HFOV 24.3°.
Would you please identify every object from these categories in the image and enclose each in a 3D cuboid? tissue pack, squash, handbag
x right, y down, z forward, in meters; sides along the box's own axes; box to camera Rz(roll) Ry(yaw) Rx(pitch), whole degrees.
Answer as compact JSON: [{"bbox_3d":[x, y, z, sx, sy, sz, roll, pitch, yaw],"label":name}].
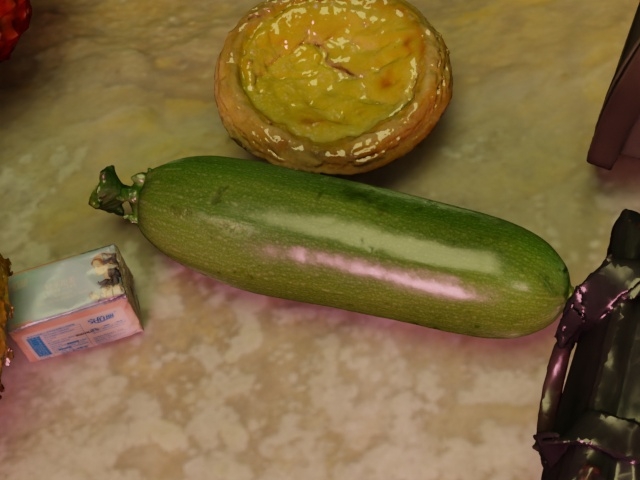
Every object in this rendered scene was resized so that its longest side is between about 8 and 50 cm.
[{"bbox_3d":[-0.187,0.048,1.121,0.094,0.074,0.059,-16,64,-2],"label":"tissue pack"},{"bbox_3d":[0.000,0.000,1.103,0.378,0.101,0.101,15,63,17],"label":"squash"},{"bbox_3d":[0.230,0.115,0.951,0.181,0.181,0.254,15,62,9],"label":"handbag"}]

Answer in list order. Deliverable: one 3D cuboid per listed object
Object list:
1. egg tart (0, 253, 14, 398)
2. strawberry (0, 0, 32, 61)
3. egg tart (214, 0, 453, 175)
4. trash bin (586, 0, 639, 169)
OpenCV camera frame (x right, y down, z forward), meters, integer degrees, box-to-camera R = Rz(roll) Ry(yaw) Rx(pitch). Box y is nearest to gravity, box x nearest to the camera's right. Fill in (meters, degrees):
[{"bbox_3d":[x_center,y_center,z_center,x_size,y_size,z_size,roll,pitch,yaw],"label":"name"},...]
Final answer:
[{"bbox_3d":[-0.278,0.056,1.078,0.090,0.212,0.213,1,54,-27],"label":"egg tart"},{"bbox_3d":[-0.405,-0.200,1.212,0.343,0.292,0.292,-45,62,-3],"label":"strawberry"},{"bbox_3d":[0.012,-0.119,1.185,0.191,0.074,0.191,-4,59,6],"label":"egg tart"},{"bbox_3d":[0.348,-0.139,1.071,0.250,0.219,0.220,18,66,11],"label":"trash bin"}]
